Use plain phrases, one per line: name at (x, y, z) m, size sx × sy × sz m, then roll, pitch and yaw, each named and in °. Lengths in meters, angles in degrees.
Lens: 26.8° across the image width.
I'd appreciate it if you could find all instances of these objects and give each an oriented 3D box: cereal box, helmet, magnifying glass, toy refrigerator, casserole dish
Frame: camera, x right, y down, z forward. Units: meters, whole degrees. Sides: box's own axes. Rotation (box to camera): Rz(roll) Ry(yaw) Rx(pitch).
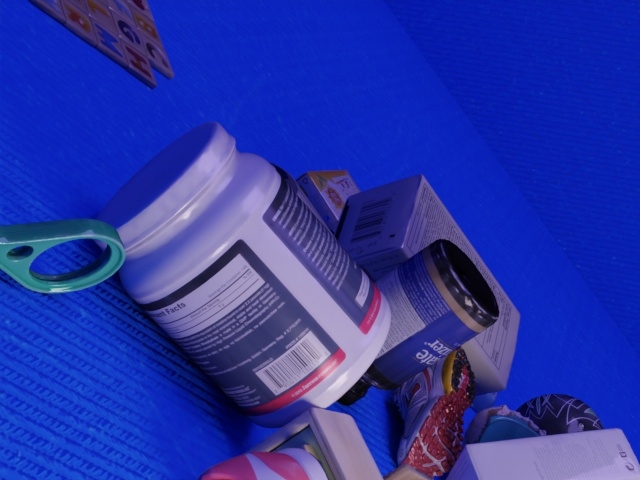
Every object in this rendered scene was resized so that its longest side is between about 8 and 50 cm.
cereal box at (0.059, 0.004, 2.011) m, size 0.240 × 0.047 × 0.173 m, roll 58°, pitch 19°, yaw 9°
helmet at (0.354, 0.309, 2.022) m, size 0.169 × 0.169 × 0.161 m, roll -46°, pitch 116°, yaw -73°
magnifying glass at (-0.260, 0.005, 1.127) m, size 0.231 × 0.092 × 0.026 m, roll 15°, pitch 45°, yaw -49°
toy refrigerator at (0.027, 0.301, 1.270) m, size 0.094 × 0.102 × 0.269 m, roll 24°, pitch 35°, yaw -58°
casserole dish at (0.243, 0.204, 2.139) m, size 0.114 × 0.037 × 0.188 m, roll 51°, pitch 18°, yaw -9°

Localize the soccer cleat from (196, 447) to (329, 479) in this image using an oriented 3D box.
soccer cleat at (-0.014, 0.327, 1.149) m, size 0.116 × 0.108 × 0.318 m, roll 3°, pitch 53°, yaw -40°

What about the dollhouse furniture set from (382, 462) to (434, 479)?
dollhouse furniture set at (0.097, 0.335, 1.352) m, size 0.144 × 0.123 × 0.151 m, roll 34°, pitch 26°, yaw -48°

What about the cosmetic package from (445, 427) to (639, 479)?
cosmetic package at (0.276, 0.309, 1.700) m, size 0.231 × 0.117 × 0.085 m, roll -1°, pitch 47°, yaw -23°

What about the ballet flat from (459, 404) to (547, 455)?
ballet flat at (0.300, 0.374, 1.866) m, size 0.409 × 0.147 × 0.147 m, roll 50°, pitch 17°, yaw -23°

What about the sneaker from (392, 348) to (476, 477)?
sneaker at (0.136, 0.231, 1.745) m, size 0.088 × 0.092 × 0.225 m, roll 66°, pitch 28°, yaw -21°

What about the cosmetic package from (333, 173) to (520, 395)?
cosmetic package at (0.146, 0.072, 1.857) m, size 0.296 × 0.129 × 0.153 m, roll 52°, pitch 38°, yaw -30°

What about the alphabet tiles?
alphabet tiles at (-0.319, -0.346, 1.742) m, size 0.342 × 0.011 × 0.285 m, roll 34°, pitch 26°, yaw -49°

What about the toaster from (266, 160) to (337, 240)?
toaster at (-0.054, 0.004, 1.557) m, size 0.146 × 0.129 × 0.227 m, roll 52°, pitch -2°, yaw -19°

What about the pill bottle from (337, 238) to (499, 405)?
pill bottle at (0.095, 0.104, 1.624) m, size 0.123 × 0.219 × 0.123 m, roll 47°, pitch 19°, yaw -21°

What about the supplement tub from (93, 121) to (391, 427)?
supplement tub at (-0.077, 0.036, 1.345) m, size 0.272 × 0.191 × 0.191 m, roll 49°, pitch 18°, yaw -18°

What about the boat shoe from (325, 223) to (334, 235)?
boat shoe at (0.000, 0.000, 1.851) m, size 0.152 × 0.056 × 0.049 m, roll 41°, pitch 27°, yaw -37°
